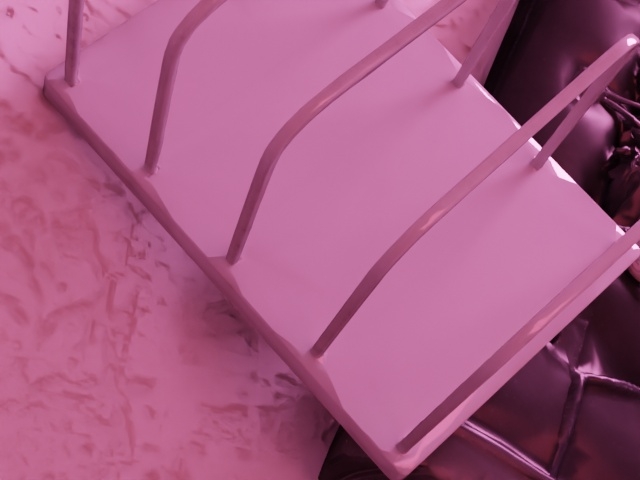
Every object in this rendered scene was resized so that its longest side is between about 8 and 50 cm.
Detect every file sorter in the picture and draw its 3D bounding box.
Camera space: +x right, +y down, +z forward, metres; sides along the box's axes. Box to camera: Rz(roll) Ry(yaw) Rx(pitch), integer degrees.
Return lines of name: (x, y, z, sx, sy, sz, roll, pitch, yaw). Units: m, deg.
file sorter: (0.030, -0.063, 0.644, 0.193, 0.173, 0.277, -39, 81, -24)

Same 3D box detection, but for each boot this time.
boot: (0.226, 0.035, 0.860, 0.367, 0.146, 0.445, 39, 57, -24)
